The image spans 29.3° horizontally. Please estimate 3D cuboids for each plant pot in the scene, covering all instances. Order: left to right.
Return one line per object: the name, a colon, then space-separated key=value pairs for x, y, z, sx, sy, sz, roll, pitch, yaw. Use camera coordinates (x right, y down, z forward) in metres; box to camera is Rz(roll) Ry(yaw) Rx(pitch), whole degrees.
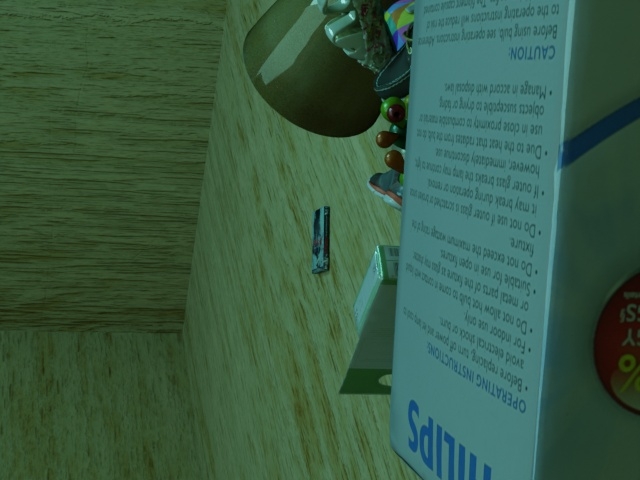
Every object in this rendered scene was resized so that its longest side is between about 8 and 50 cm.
plant pot: x=0.047 y=-0.317 z=1.780 sx=0.254 sy=0.237 sz=0.237 roll=-49 pitch=39 yaw=46

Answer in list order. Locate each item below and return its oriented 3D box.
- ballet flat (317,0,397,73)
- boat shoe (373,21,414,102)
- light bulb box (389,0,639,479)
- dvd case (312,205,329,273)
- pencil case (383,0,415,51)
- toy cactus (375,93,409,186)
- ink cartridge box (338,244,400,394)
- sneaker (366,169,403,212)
ballet flat: x=0.035 y=-0.280 z=1.464 sx=0.091 sy=0.077 sz=0.241 roll=55 pitch=170 yaw=40
boat shoe: x=0.139 y=-0.242 z=1.433 sx=0.228 sy=0.069 sz=0.081 roll=-36 pitch=37 yaw=31
light bulb box: x=0.239 y=-0.034 z=0.632 sx=0.225 sy=0.358 sz=0.361 roll=-148 pitch=60 yaw=-76
dvd case: x=0.000 y=0.000 z=2.278 sx=0.087 sy=0.013 sz=0.119 roll=159 pitch=112 yaw=-75
pencil case: x=0.143 y=-0.232 z=1.579 sx=0.236 sy=0.104 sz=0.104 roll=-108 pitch=24 yaw=-49
toy cactus: x=0.132 y=-0.098 z=1.468 sx=0.112 sy=0.219 sz=0.180 roll=-46 pitch=24 yaw=5
ink cartridge box: x=0.122 y=0.100 z=1.457 sx=0.235 sy=0.171 sz=0.056 roll=109 pitch=159 yaw=-50
sneaker: x=0.117 y=-0.081 z=1.777 sx=0.065 sy=0.061 sz=0.158 roll=-58 pitch=20 yaw=6
